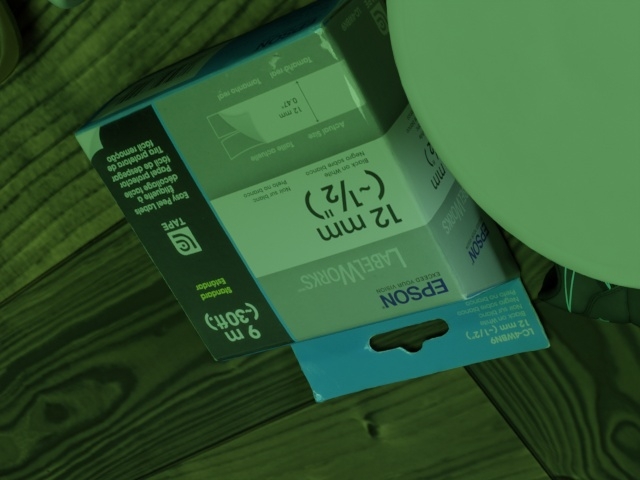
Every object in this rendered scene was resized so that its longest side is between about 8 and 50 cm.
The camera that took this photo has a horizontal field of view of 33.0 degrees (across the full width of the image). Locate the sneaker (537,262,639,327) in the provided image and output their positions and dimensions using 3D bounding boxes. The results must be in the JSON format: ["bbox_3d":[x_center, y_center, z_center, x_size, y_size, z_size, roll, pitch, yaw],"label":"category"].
[{"bbox_3d":[0.196,-0.048,0.772,0.106,0.101,0.267,3,121,25],"label":"sneaker"}]

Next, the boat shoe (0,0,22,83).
[{"bbox_3d":[-0.354,-0.253,0.907,0.104,0.089,0.285,-35,106,10],"label":"boat shoe"}]

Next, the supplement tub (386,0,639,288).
[{"bbox_3d":[0.216,-0.148,0.517,0.241,0.331,0.241,35,145,30],"label":"supplement tub"}]

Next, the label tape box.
[{"bbox_3d":[0.000,0.000,0.882,0.249,0.115,0.348,-17,110,32],"label":"label tape box"}]

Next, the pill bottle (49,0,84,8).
[{"bbox_3d":[-0.237,-0.275,0.814,0.193,0.108,0.108,38,128,-3],"label":"pill bottle"}]
